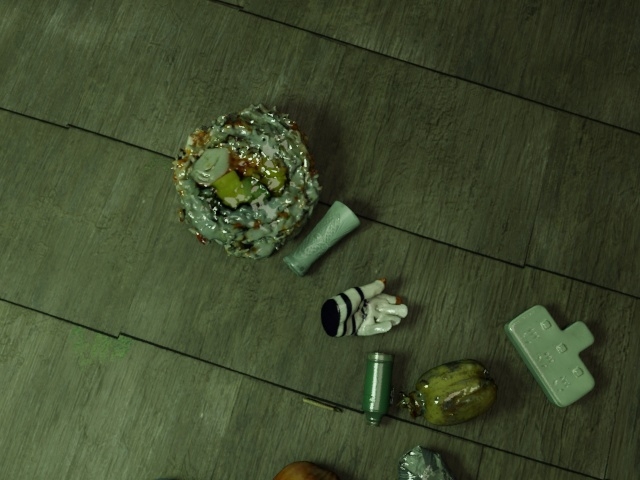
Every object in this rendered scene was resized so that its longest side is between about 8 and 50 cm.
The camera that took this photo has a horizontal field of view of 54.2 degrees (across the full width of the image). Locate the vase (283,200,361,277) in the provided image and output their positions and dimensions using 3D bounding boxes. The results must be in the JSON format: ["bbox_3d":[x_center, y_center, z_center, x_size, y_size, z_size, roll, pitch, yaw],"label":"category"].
[{"bbox_3d":[0.000,0.000,1.688,0.096,0.096,0.219,44,82,5],"label":"vase"}]

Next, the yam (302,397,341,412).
[{"bbox_3d":[0.005,0.432,1.638,0.107,0.014,0.014,18,78,-1],"label":"yam"}]

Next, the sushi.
[{"bbox_3d":[-0.197,-0.152,1.657,0.418,0.176,0.417,1,78,-4],"label":"sushi"}]

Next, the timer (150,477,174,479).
[{"bbox_3d":[-0.425,0.785,1.451,0.396,0.173,0.394,1,77,-5],"label":"timer"}]

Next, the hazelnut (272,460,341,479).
[{"bbox_3d":[-0.034,0.653,1.517,0.210,0.210,0.186,27,102,1],"label":"hazelnut"}]

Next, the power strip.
[{"bbox_3d":[0.644,0.293,1.693,0.194,0.059,0.264,-31,82,-9],"label":"power strip"}]

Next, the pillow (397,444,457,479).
[{"bbox_3d":[0.317,0.674,1.573,0.161,0.092,0.335,-42,84,-15],"label":"pillow"}]

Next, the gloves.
[{"bbox_3d":[0.117,0.185,1.654,0.219,0.131,0.140,-6,75,-37],"label":"gloves"}]

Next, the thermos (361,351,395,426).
[{"bbox_3d":[0.149,0.388,1.634,0.073,0.083,0.187,4,79,19],"label":"thermos"}]

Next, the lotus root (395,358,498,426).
[{"bbox_3d":[0.319,0.399,1.606,0.278,0.154,0.153,-17,80,-8],"label":"lotus root"}]
